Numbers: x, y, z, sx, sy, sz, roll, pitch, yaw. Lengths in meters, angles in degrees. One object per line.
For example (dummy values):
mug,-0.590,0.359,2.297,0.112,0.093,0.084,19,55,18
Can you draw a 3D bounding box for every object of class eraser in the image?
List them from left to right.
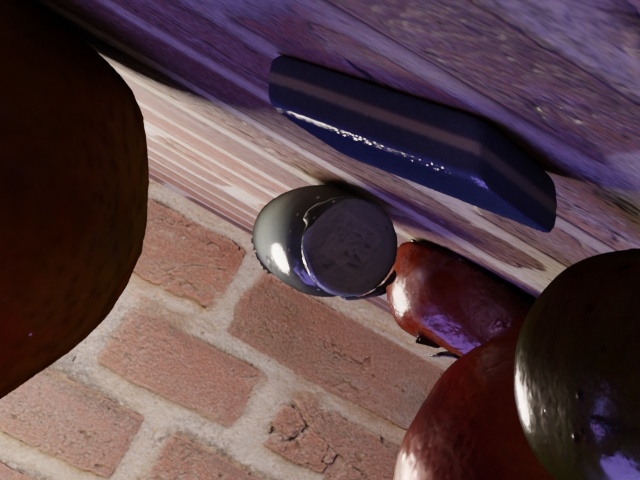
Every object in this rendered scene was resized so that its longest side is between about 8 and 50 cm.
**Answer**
eraser,0.052,-0.061,0.962,0.082,0.036,0.225,33,175,-40

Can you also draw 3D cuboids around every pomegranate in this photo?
pomegranate,0.194,0.108,0.889,0.180,0.210,0.180,13,179,0

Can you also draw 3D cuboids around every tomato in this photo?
tomato,0.159,0.087,1.666,0.228,0.101,0.228,26,176,2

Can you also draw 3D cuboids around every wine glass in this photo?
wine glass,0.000,0.000,1.559,0.111,0.111,0.204,30,176,-18

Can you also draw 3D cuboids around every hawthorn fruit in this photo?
hawthorn fruit,-0.382,-0.039,1.474,0.471,0.472,0.472,29,176,2

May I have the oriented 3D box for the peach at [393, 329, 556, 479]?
peach,0.227,0.241,1.332,0.388,0.388,0.388,29,176,2
